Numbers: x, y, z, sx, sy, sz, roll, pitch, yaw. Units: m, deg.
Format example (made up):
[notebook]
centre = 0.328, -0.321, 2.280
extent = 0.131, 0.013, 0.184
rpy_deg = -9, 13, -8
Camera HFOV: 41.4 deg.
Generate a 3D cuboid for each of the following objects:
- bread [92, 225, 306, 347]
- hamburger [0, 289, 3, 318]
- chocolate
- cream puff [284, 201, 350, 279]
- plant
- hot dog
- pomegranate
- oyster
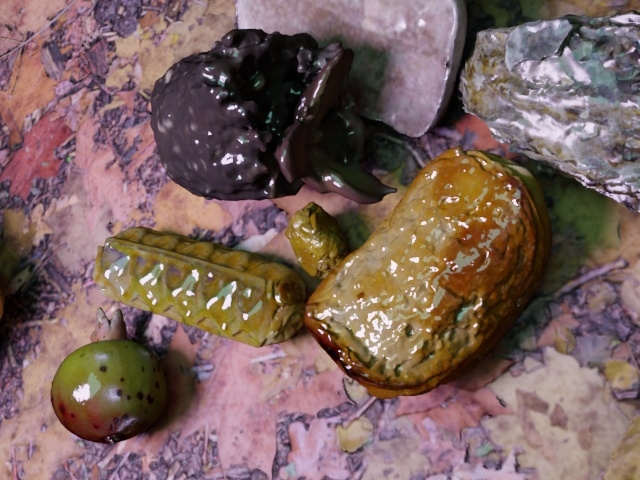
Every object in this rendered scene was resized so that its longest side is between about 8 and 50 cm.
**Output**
[bread]
centre = -0.134, 0.051, 0.961
extent = 0.269, 0.098, 0.087
rpy_deg = 14, 120, 28
[hamburger]
centre = -0.545, 0.044, 1.043
extent = 0.303, 0.261, 0.186
rpy_deg = 30, 91, -12
[chocolate]
centre = 0.036, -0.249, 0.947
extent = 0.303, 0.100, 0.185
rpy_deg = 32, 126, 30
[cream puff]
centre = 0.000, 0.000, 0.921
extent = 0.058, 0.083, 0.083
rpy_deg = -37, 78, -31
[plant]
centre = -0.062, -0.129, 0.906
extent = 0.234, 0.178, 0.204
rpy_deg = 7, 119, 45
[hot dog]
centre = 0.114, 0.032, 0.836
extent = 0.259, 0.114, 0.175
rpy_deg = -47, 56, 4
[pomegranate]
centre = -0.248, 0.158, 0.962
extent = 0.129, 0.129, 0.159
rpy_deg = -50, 54, 4
[oyster]
centre = 0.258, -0.136, 0.803
extent = 0.351, 0.158, 0.162
rpy_deg = 34, 93, 41
